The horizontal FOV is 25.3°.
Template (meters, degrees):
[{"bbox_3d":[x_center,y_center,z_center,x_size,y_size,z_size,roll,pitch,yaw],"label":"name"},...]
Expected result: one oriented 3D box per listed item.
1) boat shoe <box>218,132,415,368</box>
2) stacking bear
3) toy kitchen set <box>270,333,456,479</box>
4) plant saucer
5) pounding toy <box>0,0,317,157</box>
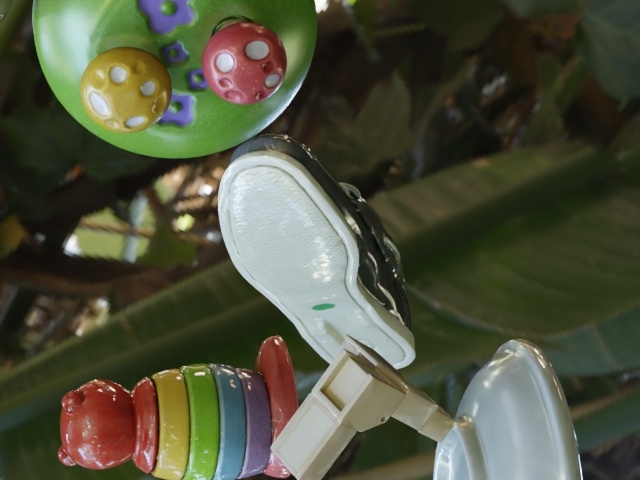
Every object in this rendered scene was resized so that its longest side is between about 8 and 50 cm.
[{"bbox_3d":[0.000,0.000,0.901,0.233,0.084,0.079,55,-145,-51],"label":"boat shoe"},{"bbox_3d":[-0.184,0.228,1.797,0.289,0.175,0.164,0,-148,-16],"label":"stacking bear"},{"bbox_3d":[0.018,0.104,0.846,0.083,0.075,0.068,31,-173,-42],"label":"toy kitchen set"},{"bbox_3d":[0.202,0.315,1.667,0.100,0.400,0.400,0,-154,-9],"label":"plant saucer"},{"bbox_3d":[-0.106,-0.129,0.871,0.237,0.183,0.110,36,-161,-27],"label":"pounding toy"}]
